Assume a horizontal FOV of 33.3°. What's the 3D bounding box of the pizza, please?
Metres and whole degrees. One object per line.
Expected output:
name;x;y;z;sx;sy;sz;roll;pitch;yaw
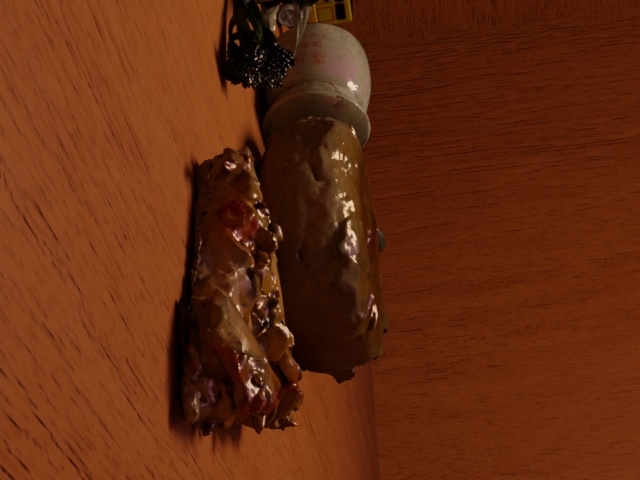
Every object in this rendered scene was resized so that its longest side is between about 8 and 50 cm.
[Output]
pizza;-0.066;0.040;0.893;0.287;0.074;0.251;59;23;-82

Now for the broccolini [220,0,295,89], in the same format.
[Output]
broccolini;-0.081;-0.231;1.193;0.058;0.074;0.201;-59;-152;26

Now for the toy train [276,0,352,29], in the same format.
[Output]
toy train;-0.016;-0.419;1.720;0.219;0.127;0.089;79;6;-47

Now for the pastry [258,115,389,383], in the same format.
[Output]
pastry;0.000;0.000;1.290;0.329;0.136;0.329;-7;90;-83

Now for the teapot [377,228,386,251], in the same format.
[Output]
teapot;0.027;0.016;1.669;0.165;0.130;0.119;49;56;-27

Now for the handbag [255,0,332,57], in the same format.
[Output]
handbag;-0.036;-0.371;1.302;0.241;0.109;0.315;-157;-123;-64

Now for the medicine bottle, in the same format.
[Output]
medicine bottle;-0.006;-0.193;1.427;0.147;0.147;0.143;77;11;-52
